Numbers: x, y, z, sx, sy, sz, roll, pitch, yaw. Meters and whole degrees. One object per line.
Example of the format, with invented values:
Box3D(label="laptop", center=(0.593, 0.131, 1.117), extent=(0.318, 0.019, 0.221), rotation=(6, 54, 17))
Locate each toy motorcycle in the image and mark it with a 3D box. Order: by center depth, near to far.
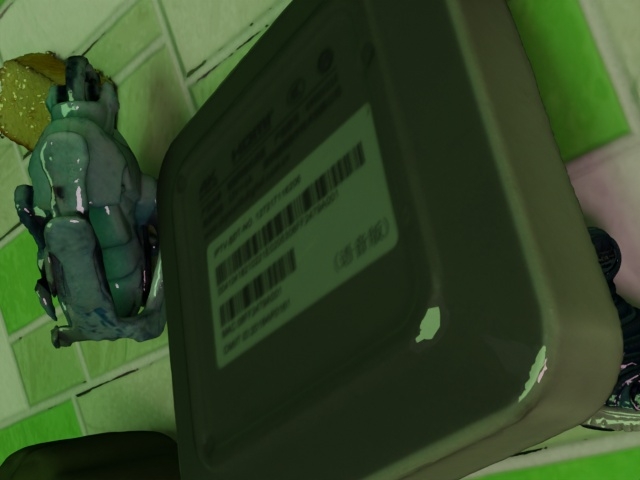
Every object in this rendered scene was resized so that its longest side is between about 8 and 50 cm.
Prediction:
Box3D(label="toy motorcycle", center=(-0.207, -0.020, 0.833), extent=(0.206, 0.154, 0.260), rotation=(-96, 3, -51))

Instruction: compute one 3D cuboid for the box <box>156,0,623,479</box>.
Box3D(label="box", center=(0.000, 0.000, 0.635), extent=(0.367, 0.091, 0.373), rotation=(-39, 51, 40))

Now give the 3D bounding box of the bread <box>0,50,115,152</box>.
Box3D(label="bread", center=(-0.293, -0.144, 0.986), extent=(0.187, 0.065, 0.103), rotation=(29, 123, 38))

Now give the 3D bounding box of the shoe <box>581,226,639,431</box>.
Box3D(label="shoe", center=(0.154, 0.044, 0.569), extent=(0.207, 0.092, 0.106), rotation=(30, 123, 40))

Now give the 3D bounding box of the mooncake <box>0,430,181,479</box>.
Box3D(label="mooncake", center=(-0.229, 0.359, 0.896), extent=(0.351, 0.187, 0.351), rotation=(8, 100, 57))
